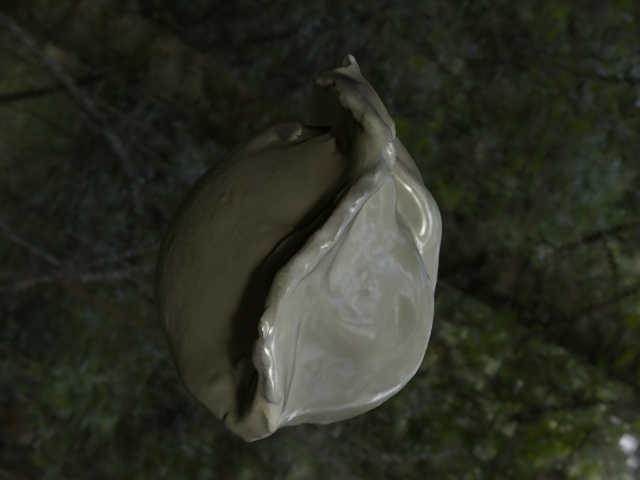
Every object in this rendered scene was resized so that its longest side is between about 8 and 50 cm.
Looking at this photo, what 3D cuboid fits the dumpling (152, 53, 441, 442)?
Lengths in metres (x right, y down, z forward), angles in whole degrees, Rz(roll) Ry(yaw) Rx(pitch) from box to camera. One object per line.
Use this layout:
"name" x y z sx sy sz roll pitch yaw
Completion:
"dumpling" 0.000 0.000 0.589 0.127 0.108 0.188 -61 -173 25
